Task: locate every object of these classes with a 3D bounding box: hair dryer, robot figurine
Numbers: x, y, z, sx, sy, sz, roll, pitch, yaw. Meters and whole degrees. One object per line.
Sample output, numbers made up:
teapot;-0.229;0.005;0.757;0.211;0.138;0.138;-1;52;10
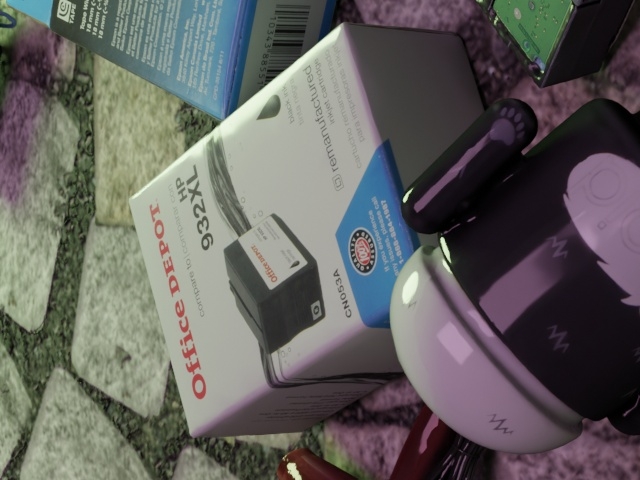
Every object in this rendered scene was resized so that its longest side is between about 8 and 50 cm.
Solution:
hair dryer;0.078;0.196;1.555;0.293;0.080;0.224;-9;70;42
robot figurine;0.175;0.017;1.307;0.278;0.173;0.209;-41;71;13

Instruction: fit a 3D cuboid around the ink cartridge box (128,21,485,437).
ink cartridge box;0.000;0.000;1.557;0.307;0.129;0.223;-35;64;44

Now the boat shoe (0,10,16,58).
boat shoe;-0.366;-0.197;1.991;0.109;0.089;0.258;51;133;49

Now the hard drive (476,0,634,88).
hard drive;0.126;-0.308;1.399;0.339;0.064;0.237;59;152;28

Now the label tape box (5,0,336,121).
label tape box;-0.123;-0.266;1.697;0.333;0.106;0.241;30;115;43
